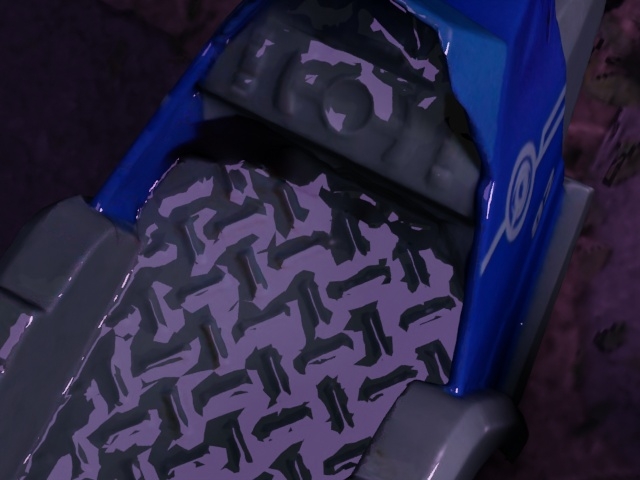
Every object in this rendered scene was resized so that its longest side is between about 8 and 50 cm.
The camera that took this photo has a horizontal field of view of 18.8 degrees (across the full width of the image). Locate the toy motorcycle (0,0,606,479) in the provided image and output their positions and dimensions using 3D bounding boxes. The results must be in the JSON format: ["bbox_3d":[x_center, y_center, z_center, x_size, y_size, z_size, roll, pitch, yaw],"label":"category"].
[{"bbox_3d":[0.000,0.000,0.683,0.191,0.200,0.326,26,85,15],"label":"toy motorcycle"}]
